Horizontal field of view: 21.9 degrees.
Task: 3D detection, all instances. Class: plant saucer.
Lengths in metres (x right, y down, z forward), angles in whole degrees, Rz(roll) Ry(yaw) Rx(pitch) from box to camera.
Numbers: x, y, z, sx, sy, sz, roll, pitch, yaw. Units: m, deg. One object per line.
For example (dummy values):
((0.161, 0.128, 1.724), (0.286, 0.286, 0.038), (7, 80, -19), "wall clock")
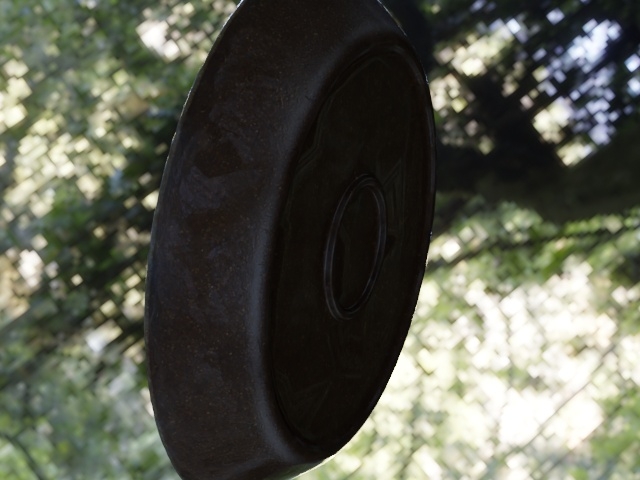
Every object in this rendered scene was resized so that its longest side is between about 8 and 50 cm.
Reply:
((0.000, 0.000, 0.504), (0.029, 0.168, 0.168), (11, -37, 24), "plant saucer")
